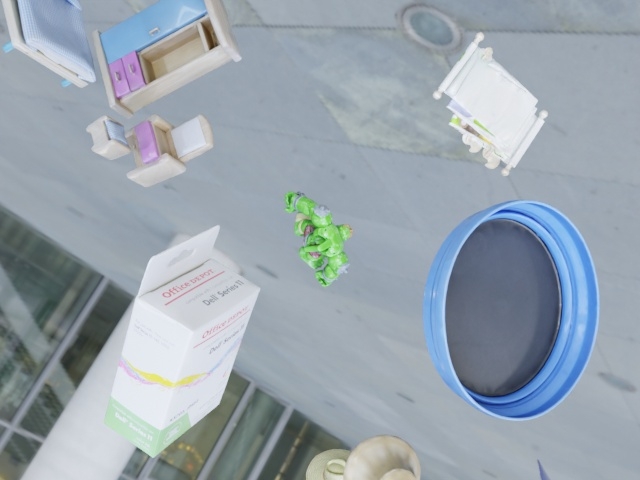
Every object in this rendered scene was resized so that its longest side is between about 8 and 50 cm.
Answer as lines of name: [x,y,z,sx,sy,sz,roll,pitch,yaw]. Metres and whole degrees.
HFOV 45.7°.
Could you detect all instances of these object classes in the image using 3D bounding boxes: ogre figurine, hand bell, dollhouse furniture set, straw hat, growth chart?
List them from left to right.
dollhouse furniture set: [-0.258,-0.271,0.974,0.198,0.286,0.303,-25,159,15]
ogre figurine: [0.000,0.000,1.464,0.097,0.197,0.118,-7,-174,-31]
straw hat: [0.040,0.480,1.563,0.144,0.144,0.061,23,143,19]
hand bell: [0.123,0.369,1.065,0.126,0.126,0.242,33,175,-12]
growth chart: [0.322,-0.249,1.438,0.237,0.172,0.021,42,179,-19]

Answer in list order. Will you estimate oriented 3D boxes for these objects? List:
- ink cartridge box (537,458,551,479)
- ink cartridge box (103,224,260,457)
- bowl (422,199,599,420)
ink cartridge box: [0.446,0.525,1.163,0.307,0.072,0.303,61,-165,-9]
ink cartridge box: [-0.227,0.168,1.295,0.119,0.207,0.353,30,119,17]
bowl: [0.345,0.123,1.368,0.391,0.391,0.077,37,162,-26]
